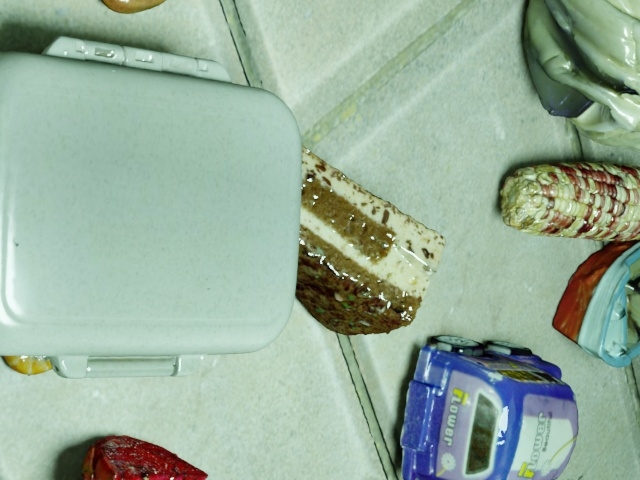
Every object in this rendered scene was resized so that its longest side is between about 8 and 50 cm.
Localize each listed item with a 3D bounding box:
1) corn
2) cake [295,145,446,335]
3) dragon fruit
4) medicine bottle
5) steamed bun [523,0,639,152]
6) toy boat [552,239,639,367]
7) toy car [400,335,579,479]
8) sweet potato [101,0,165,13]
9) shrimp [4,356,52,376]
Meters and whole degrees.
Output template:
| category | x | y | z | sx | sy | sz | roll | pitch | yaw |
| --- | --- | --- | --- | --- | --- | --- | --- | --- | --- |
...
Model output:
| category | x | y | z | sx | sy | sz | roll | pitch | yaw |
| --- | --- | --- | --- | --- | --- | --- | --- | --- | --- |
| corn | 0.313 | -0.046 | 2.028 | 0.290 | 0.098 | 0.098 | -1 | 101 | -44 |
| cake | -0.011 | -0.004 | 1.721 | 0.246 | 0.135 | 0.112 | 33 | 63 | -16 |
| dragon fruit | -0.191 | 0.237 | 1.564 | 0.106 | 0.083 | 0.162 | -60 | 158 | 9 |
| medicine bottle | -0.174 | -0.024 | 1.459 | 0.375 | 0.123 | 0.282 | 4 | 87 | -48 |
| steamed bun | 0.342 | -0.232 | 1.903 | 0.206 | 0.275 | 0.320 | -23 | 89 | -11 |
| toy boat | 0.430 | 0.069 | 2.156 | 0.332 | 0.133 | 0.145 | -27 | 120 | -40 |
| toy car | 0.209 | 0.207 | 1.928 | 0.235 | 0.158 | 0.172 | 3 | 99 | -48 |
| sweet potato | -0.164 | -0.217 | 1.500 | 0.095 | 0.034 | 0.034 | -9 | 106 | -46 |
| shrimp | -0.230 | 0.071 | 1.509 | 0.127 | 0.025 | 0.091 | -10 | 106 | -43 |
